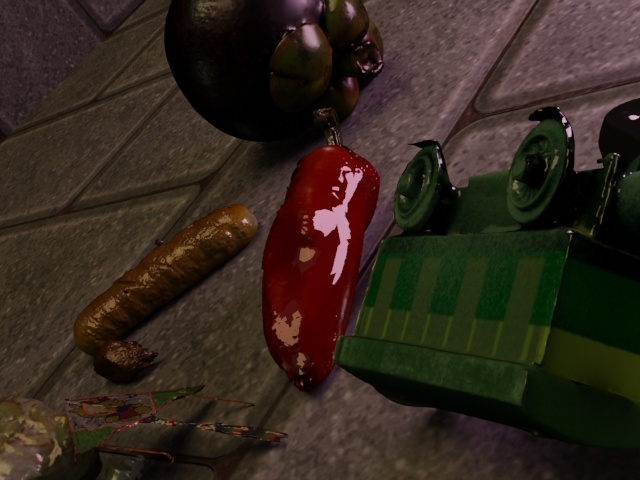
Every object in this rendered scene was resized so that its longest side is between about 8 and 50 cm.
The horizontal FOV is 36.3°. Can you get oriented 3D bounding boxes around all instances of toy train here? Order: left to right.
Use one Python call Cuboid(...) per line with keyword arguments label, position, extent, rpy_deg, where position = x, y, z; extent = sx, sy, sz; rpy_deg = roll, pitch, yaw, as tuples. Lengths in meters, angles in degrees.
Cuboid(label="toy train", position=(0.128, 0.027, 0.669), extent=(0.301, 0.120, 0.202), rpy_deg=(-5, 68, 68))

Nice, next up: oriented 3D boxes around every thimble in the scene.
Cuboid(label="thimble", position=(-0.308, 0.244, 0.969), extent=(0.190, 0.137, 0.143), rpy_deg=(-26, 22, 53))

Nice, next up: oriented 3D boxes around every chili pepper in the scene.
Cuboid(label="chili pepper", position=(0.000, 0.000, 1.030), extent=(0.110, 0.110, 0.387), rpy_deg=(-23, 34, 30))

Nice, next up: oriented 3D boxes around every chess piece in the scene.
Cuboid(label="chess piece", position=(-0.214, 0.261, 0.929), extent=(0.059, 0.059, 0.149), rpy_deg=(-13, 31, 42))

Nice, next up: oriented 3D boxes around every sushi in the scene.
Cuboid(label="sushi", position=(-0.237, 0.141, 1.168), extent=(0.099, 0.050, 0.047), rpy_deg=(1, 38, 39))

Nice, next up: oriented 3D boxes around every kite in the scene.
Cuboid(label="kite", position=(-0.148, 0.169, 0.917), extent=(0.244, 0.006, 0.198), rpy_deg=(5, 14, 25))

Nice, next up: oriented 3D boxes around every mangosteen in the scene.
Cuboid(label="mangosteen", position=(-0.067, -0.288, 1.379), extent=(0.300, 0.300, 0.300), rpy_deg=(-30, 26, 17))

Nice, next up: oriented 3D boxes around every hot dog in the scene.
Cuboid(label="hot dog", position=(-0.205, 0.048, 1.270), extent=(0.286, 0.061, 0.088), rpy_deg=(-40, 36, -1))

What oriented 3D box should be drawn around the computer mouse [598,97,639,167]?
Cuboid(label="computer mouse", position=(0.294, -0.018, 0.652), extent=(0.137, 0.086, 0.270), rpy_deg=(-10, 32, -13))
